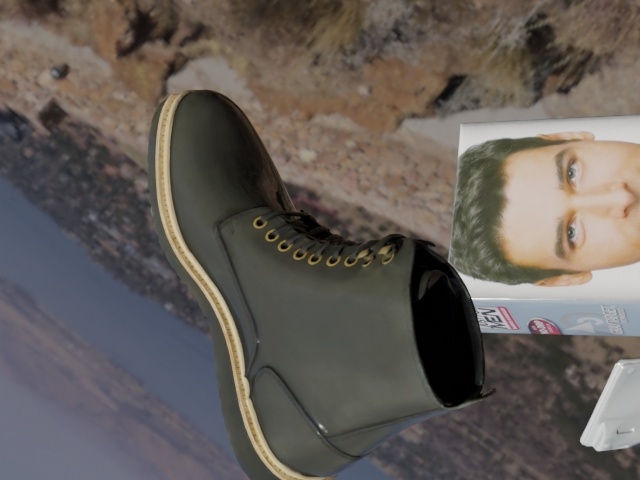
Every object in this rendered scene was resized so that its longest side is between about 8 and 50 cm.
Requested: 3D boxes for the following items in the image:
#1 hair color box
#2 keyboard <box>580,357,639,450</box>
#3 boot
[{"bbox_3d":[0.315,-0.013,0.961,0.375,0.185,0.113,-1,159,22],"label":"hair color box"},{"bbox_3d":[0.284,0.091,0.643,0.014,0.256,0.072,-118,31,-52],"label":"keyboard"},{"bbox_3d":[0.000,0.000,0.457,0.137,0.077,0.197,-34,74,47],"label":"boot"}]
